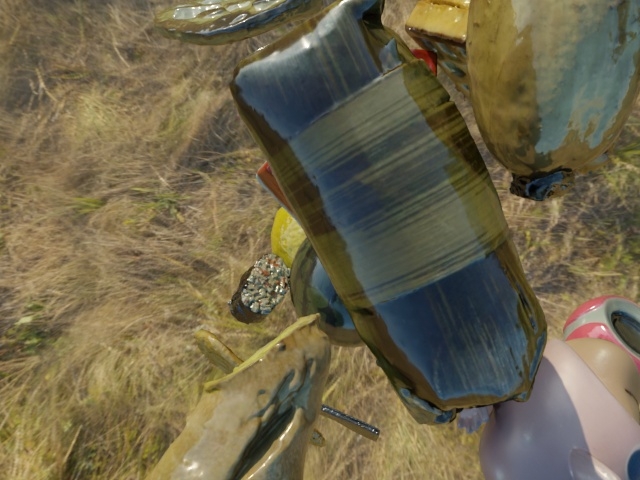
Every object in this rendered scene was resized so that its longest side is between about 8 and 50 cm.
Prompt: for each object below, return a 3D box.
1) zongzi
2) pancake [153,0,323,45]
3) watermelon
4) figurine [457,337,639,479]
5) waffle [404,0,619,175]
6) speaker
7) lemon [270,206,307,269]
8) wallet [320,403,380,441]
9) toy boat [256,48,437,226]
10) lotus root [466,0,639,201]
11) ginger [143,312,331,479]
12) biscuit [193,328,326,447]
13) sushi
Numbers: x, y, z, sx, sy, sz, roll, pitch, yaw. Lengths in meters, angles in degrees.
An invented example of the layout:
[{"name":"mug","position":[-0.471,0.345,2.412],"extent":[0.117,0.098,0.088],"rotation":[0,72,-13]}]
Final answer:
[{"name":"zongzi","position":[0.062,-0.024,0.501],"extent":[0.134,0.288,0.286],"rotation":[-24,92,8]},{"name":"pancake","position":[-0.126,-0.375,1.020],"extent":[0.294,0.294,0.049],"rotation":[-12,119,1]},{"name":"watermelon","position":[0.050,0.072,1.027],"extent":[0.212,0.212,0.212],"rotation":[0,94,0]},{"name":"figurine","position":[0.198,0.134,0.584],"extent":[0.186,0.287,0.176],"rotation":[-37,123,-3]},{"name":"waffle","position":[0.289,-0.237,0.927],"extent":[0.328,0.224,0.098],"rotation":[34,97,-37]},{"name":"speaker","position":[0.799,0.289,1.684],"extent":[0.294,0.294,0.294],"rotation":[0,94,0]},{"name":"lemon","position":[-0.001,-0.001,1.923],"extent":[0.336,0.336,0.336],"rotation":[0,94,0]},{"name":"wallet","position":[0.060,0.528,1.844],"extent":[0.244,0.124,0.025],"rotation":[20,65,12]},{"name":"toy boat","position":[0.057,-0.163,0.928],"extent":[0.332,0.133,0.145],"rotation":[-45,93,-11]},{"name":"lotus root","position":[0.201,-0.162,0.517],"extent":[0.154,0.140,0.256],"rotation":[-11,106,-30]},{"name":"ginger","position":[-0.088,0.227,0.631],"extent":[0.190,0.126,0.354],"rotation":[29,74,-10]},{"name":"biscuit","position":[-0.089,0.216,0.899],"extent":[0.247,0.118,0.029],"rotation":[41,73,3]},{"name":"sushi","position":[-0.117,0.096,1.244],"extent":[0.090,0.150,0.078],"rotation":[37,135,-9]}]
